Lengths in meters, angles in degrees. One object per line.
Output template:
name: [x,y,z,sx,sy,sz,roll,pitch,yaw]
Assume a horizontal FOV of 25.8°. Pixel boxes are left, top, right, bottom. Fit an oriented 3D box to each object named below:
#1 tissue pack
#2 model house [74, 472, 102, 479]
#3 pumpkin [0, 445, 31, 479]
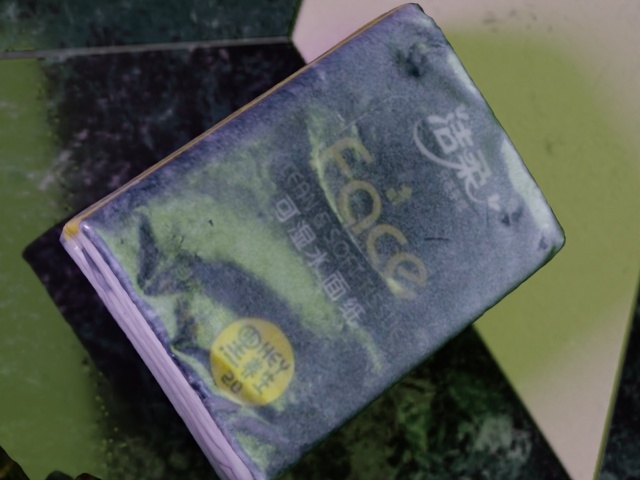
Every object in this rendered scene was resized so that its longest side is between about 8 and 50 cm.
tissue pack: [0.000,0.000,0.836,0.257,0.081,0.185,-36,99,-23]
model house: [-0.068,0.215,0.760,0.152,0.106,0.165,7,84,-22]
pumpkin: [-0.234,0.175,0.643,0.260,0.189,0.260,3,82,-26]
